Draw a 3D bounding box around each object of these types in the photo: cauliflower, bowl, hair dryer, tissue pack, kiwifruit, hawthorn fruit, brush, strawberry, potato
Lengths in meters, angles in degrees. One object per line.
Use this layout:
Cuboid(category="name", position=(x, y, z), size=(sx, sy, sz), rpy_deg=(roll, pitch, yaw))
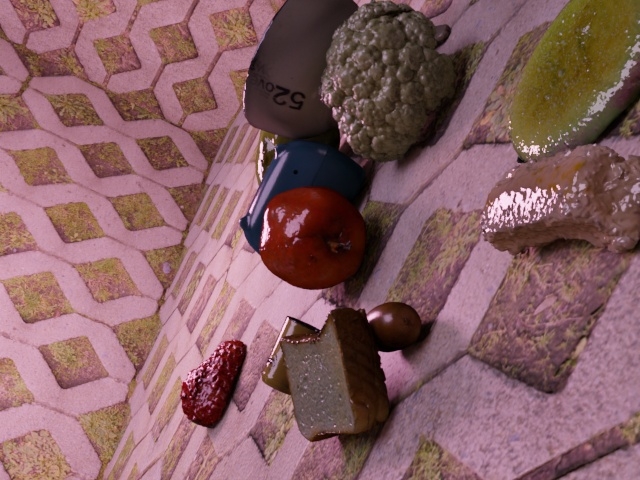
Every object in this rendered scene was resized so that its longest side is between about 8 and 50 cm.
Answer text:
Cuboid(category="cauliflower", position=(0.134, -0.315, 1.558), size=(0.275, 0.272, 0.250), rpy_deg=(-42, -7, 22))
Cuboid(category="bowl", position=(0.007, -0.360, 1.718), size=(0.354, 0.185, 0.354), rpy_deg=(-53, -14, -20))
Cuboid(category="hair dryer", position=(-0.018, 0.233, 1.437), size=(0.135, 0.090, 0.278), rpy_deg=(-65, 22, -3))
Cuboid(category="tissue pack", position=(-0.050, -0.082, 1.756), size=(0.288, 0.206, 0.198), rpy_deg=(-62, 8, 4))
Cuboid(category="kiwifruit", position=(0.106, 0.130, 1.197), size=(0.124, 0.075, 0.075), rpy_deg=(-37, 31, 66))
Cuboid(category="hawthorn fruit", position=(0.000, 0.000, 1.521), size=(0.211, 0.211, 0.299), rpy_deg=(-65, 26, -4))
Cuboid(category="brush", position=(0.167, -0.442, 1.793), size=(0.336, 0.020, 0.085), rpy_deg=(2, 57, 53))
Cuboid(category="strawberry", position=(-0.285, 0.350, 2.026), size=(0.237, 0.111, 0.190), rpy_deg=(-66, 14, -9))
Cuboid(category="potato", position=(-0.057, -0.215, 1.992), size=(0.216, 0.215, 0.305), rpy_deg=(-154, 72, -74))

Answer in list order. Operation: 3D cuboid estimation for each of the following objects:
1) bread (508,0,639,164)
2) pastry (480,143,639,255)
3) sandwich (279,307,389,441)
Cuboid(category="bread", position=(0.342, -0.233, 1.065), size=(0.301, 0.045, 0.301), rpy_deg=(-57, 17, 28))
Cuboid(category="pastry", position=(0.275, -0.041, 0.922), size=(0.258, 0.089, 0.122), rpy_deg=(-179, 102, -76))
Cuboid(category="sandwich", position=(0.018, 0.212, 1.232), size=(0.214, 0.065, 0.186), rpy_deg=(-31, 68, 59))
